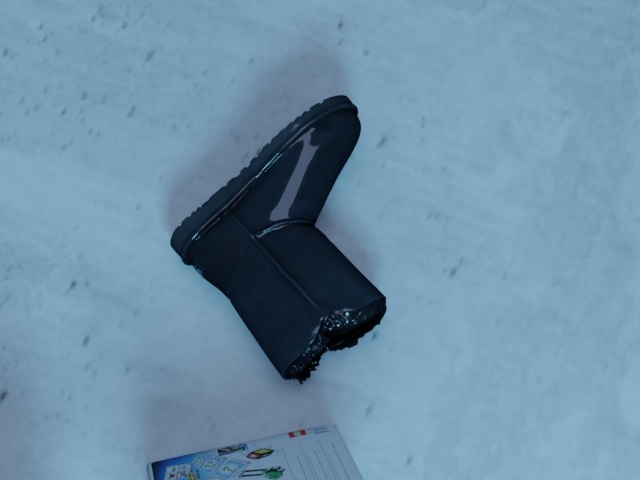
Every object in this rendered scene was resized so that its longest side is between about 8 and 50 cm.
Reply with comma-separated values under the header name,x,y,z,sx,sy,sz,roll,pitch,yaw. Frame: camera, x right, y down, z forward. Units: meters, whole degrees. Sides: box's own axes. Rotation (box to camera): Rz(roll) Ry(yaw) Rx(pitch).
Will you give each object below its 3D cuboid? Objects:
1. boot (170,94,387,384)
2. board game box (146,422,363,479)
name,x,y,z,sx,sy,sz,roll,pitch,yaw
boot,0.000,0.000,1.969,0.246,0.094,0.207,-42,71,-9
board game box,-0.052,0.252,1.774,0.193,0.305,0.053,-12,104,-5
